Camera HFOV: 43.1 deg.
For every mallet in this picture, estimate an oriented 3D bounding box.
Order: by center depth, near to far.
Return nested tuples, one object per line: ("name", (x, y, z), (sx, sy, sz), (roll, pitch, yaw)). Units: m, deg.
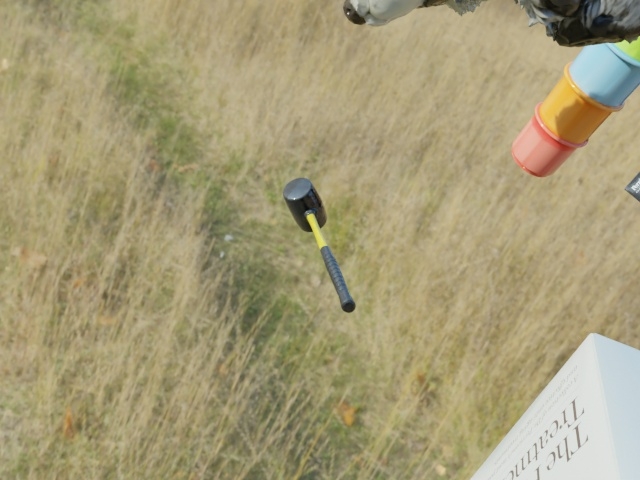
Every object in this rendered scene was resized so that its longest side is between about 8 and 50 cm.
("mallet", (0.000, 0.000, 0.872), (0.039, 0.062, 0.189), (-25, 37, 2))

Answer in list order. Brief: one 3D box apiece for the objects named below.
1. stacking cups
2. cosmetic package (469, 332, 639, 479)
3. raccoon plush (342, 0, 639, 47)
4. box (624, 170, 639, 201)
("stacking cups", (0.318, -0.189, 0.883), (0.096, 0.316, 0.096), (17, 43, -17))
("cosmetic package", (0.137, 0.293, 0.557), (0.097, 0.377, 0.284), (22, 33, -6))
("raccoon plush", (0.207, -0.307, 0.613), (0.216, 0.446, 0.299), (62, -5, -28))
("box", (0.641, -0.115, 1.255), (0.103, 0.261, 0.184), (16, 28, -45))
